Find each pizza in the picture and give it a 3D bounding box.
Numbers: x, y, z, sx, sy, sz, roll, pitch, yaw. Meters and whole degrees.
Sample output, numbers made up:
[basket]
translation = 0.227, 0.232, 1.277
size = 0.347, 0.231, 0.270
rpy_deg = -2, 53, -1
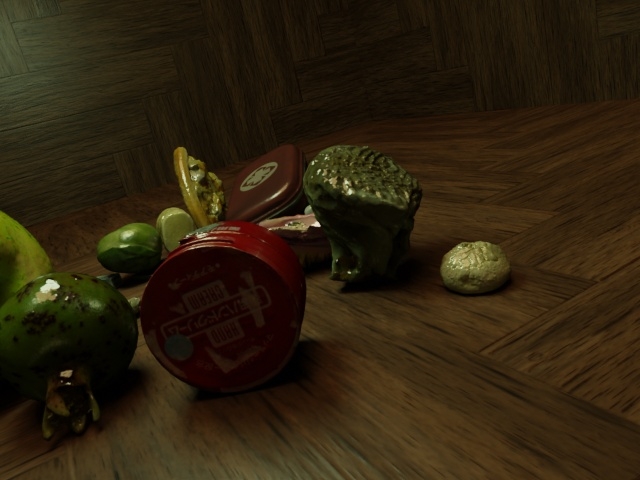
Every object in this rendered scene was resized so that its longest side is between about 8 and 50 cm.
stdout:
[pizza]
translation = -0.332, -0.124, 1.593
size = 0.089, 0.323, 0.223
rpy_deg = -27, -19, 12

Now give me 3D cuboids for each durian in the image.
[durian]
translation = 0.001, -0.001, 1.179
size = 0.341, 0.112, 0.191
rpy_deg = -7, 7, -3

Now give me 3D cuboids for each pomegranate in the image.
[pomegranate]
translation = -0.380, 0.165, 0.809
size = 0.211, 0.211, 0.263
rpy_deg = -19, 42, -16

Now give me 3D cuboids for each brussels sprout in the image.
[brussels sprout]
translation = -0.484, 0.024, 1.400
size = 0.145, 0.131, 0.183
rpy_deg = -23, -4, 36

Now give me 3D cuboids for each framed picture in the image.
[framed picture]
translation = -0.384, 0.058, 1.448
size = 0.150, 0.015, 0.203
rpy_deg = -3, 20, 33

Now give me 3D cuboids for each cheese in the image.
[cheese]
translation = -0.408, -0.029, 1.502
size = 0.094, 0.123, 0.167
rpy_deg = 5, 7, -21

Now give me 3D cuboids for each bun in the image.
[bun]
translation = 0.255, 0.039, 0.888
size = 0.115, 0.069, 0.115
rpy_deg = -13, 18, 5

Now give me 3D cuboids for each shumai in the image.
[shumai]
translation = 0.063, -0.052, 1.022
size = 0.225, 0.222, 0.260
rpy_deg = 10, 38, -16

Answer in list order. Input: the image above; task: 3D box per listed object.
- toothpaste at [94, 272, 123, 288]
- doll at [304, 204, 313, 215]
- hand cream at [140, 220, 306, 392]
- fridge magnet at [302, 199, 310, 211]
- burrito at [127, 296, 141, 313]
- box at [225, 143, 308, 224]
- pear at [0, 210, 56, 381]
[toothpaste]
translation = -0.601, 0.118, 1.395
size = 0.164, 0.034, 0.046
rpy_deg = -11, 17, 12
[doll]
translation = 0.075, -0.102, 1.426
size = 0.252, 0.111, 0.237
rpy_deg = -28, 18, -14
[hand cream]
translation = -0.131, 0.090, 0.780
size = 0.230, 0.230, 0.149
rpy_deg = -12, 13, 7
[fridge magnet]
translation = -0.041, -0.144, 1.690
size = 0.208, 0.088, 0.208
rpy_deg = -15, 22, 6
[burrito]
translation = -0.434, 0.164, 1.093
size = 0.058, 0.045, 0.188
rpy_deg = 3, 21, 27
[box]
translation = -0.153, -0.148, 1.577
size = 0.263, 0.108, 0.404
rpy_deg = -29, 27, 14
[pear]
translation = -0.651, 0.104, 0.940
size = 0.391, 0.391, 0.391
rpy_deg = -13, 17, 4
